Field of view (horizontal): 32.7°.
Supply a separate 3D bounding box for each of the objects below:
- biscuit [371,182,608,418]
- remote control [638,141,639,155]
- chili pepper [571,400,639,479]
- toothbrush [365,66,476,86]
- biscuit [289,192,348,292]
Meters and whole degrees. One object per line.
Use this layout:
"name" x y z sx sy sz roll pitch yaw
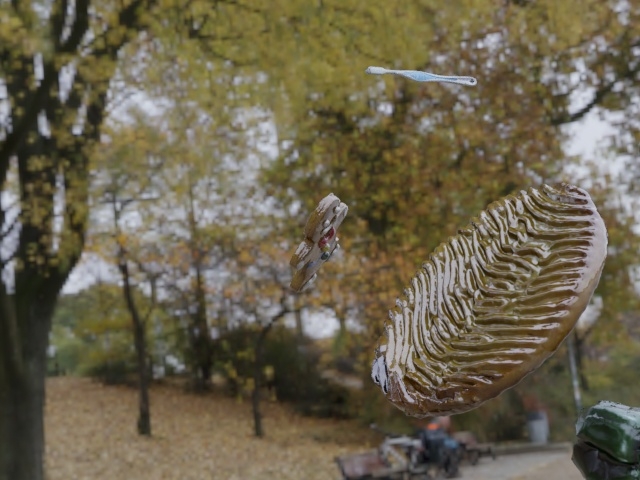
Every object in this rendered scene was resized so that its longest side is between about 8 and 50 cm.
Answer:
"biscuit" 0.179 0.060 1.206 0.040 0.318 0.318 43 -33 -21
"remote control" 0.513 -0.094 1.593 0.056 0.140 0.296 -15 1 9
"chili pepper" 0.582 0.390 1.973 0.261 0.174 0.165 16 15 42
"toothbrush" 0.131 -0.208 1.383 0.162 0.014 0.017 2 -1 -24
"biscuit" 0.000 0.000 1.700 0.138 0.031 0.205 -48 -17 -29
